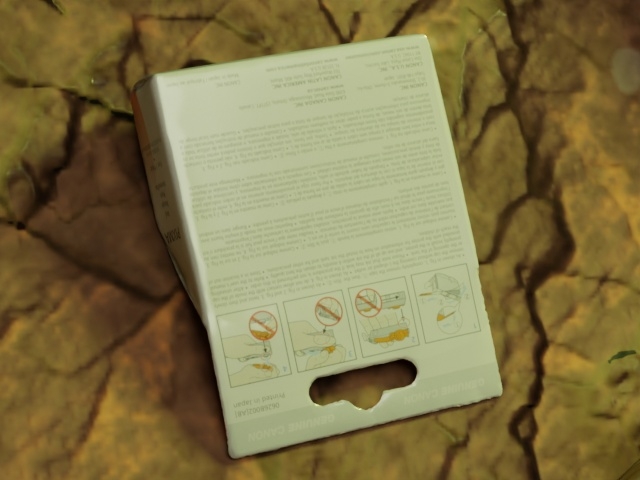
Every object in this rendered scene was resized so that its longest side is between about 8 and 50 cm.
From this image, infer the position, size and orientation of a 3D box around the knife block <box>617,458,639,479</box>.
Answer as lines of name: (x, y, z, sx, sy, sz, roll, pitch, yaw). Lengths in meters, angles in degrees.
knife block: (0.251, 0.059, 0.747, 0.276, 0.242, 0.088, -38, 82, -22)

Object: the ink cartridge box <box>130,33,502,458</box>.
ink cartridge box: (0.000, 0.000, 0.829, 0.145, 0.045, 0.179, -11, 90, -22)
